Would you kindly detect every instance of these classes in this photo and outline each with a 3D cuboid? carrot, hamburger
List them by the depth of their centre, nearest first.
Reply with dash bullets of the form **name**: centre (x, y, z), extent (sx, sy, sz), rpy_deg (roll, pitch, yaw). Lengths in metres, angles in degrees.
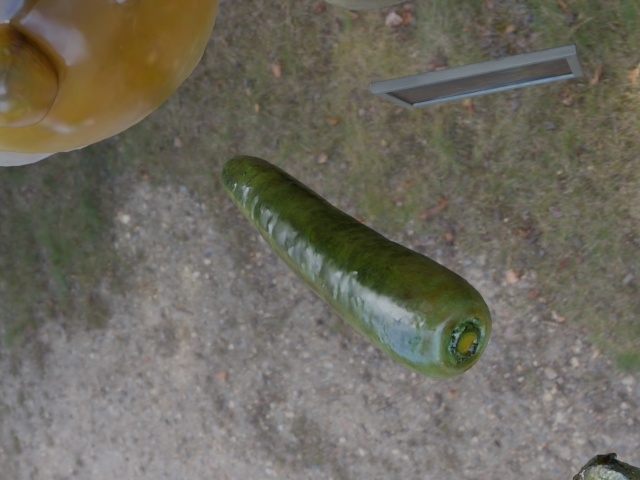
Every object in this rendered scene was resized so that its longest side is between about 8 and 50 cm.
- **hamburger**: centre (-0.192, -0.185, 0.547), extent (0.237, 0.277, 0.276), rpy_deg (-161, 66, -69)
- **carrot**: centre (0.000, 0.000, 0.660), extent (0.358, 0.074, 0.074), rpy_deg (37, 123, 50)

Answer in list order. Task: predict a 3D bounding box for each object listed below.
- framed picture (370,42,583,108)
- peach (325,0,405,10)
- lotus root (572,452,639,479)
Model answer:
- **framed picture**: centre (0.208, -0.208, 1.072), extent (0.250, 0.184, 0.016), rpy_deg (-7, 90, 19)
- **peach**: centre (0.088, -0.451, 1.141), extent (0.292, 0.292, 0.247), rpy_deg (2, 114, 43)
- **lotus root**: centre (0.338, 0.312, 0.916), extent (0.144, 0.070, 0.143), rpy_deg (43, 136, 10)
